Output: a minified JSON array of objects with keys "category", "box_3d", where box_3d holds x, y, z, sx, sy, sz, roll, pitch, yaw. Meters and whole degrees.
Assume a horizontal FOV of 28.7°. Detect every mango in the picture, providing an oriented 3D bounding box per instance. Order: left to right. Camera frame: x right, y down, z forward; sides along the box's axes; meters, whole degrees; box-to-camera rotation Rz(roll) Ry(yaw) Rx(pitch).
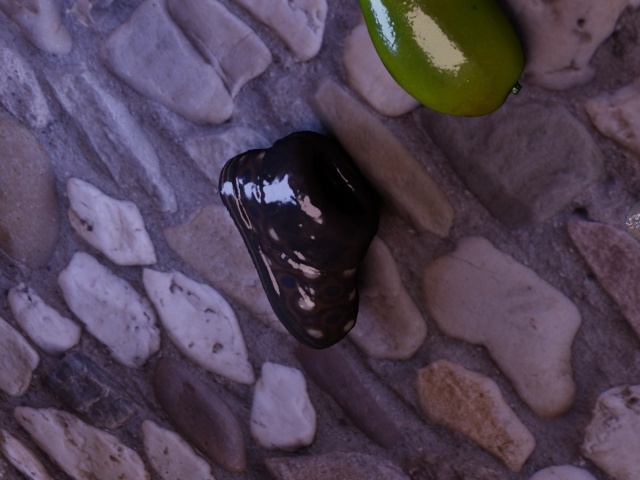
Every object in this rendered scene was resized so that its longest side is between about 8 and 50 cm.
[{"category":"mango","box_3d":[0.154,-0.325,1.830,0.192,0.156,0.343,-34,99,33]}]

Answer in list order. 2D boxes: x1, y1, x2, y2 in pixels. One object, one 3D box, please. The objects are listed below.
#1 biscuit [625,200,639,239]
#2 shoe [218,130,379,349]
[{"category":"biscuit","box_3d":[0.600,0.036,1.868,0.281,0.084,0.179,50,147,-18]},{"category":"shoe","box_3d":[0.000,0.000,2.144,0.237,0.171,0.384,-13,108,40]}]
